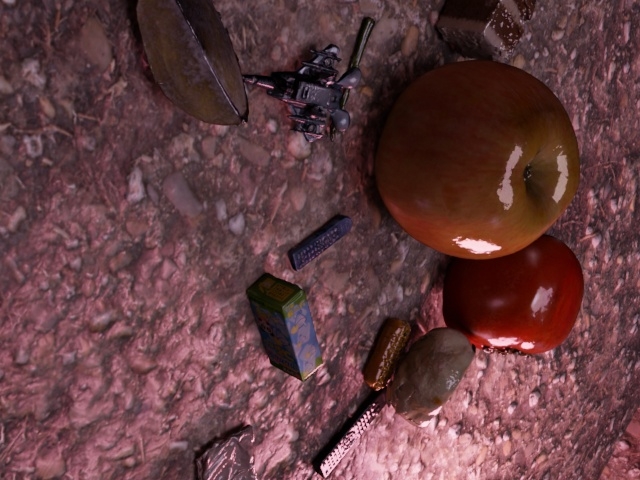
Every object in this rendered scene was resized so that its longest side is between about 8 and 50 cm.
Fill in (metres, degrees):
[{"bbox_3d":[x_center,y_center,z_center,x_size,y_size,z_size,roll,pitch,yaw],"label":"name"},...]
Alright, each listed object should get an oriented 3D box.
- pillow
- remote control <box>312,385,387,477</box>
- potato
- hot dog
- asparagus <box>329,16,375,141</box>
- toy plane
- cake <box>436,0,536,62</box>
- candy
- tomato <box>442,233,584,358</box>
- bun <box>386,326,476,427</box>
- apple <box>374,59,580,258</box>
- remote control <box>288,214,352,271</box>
[{"bbox_3d":[-0.174,0.477,1.758,0.135,0.049,0.248,-18,118,-40],"label":"pillow"},{"bbox_3d":[0.072,0.417,2.039,0.245,0.025,0.063,-45,138,-27],"label":"remote control"},{"bbox_3d":[-0.197,-0.284,1.336,0.120,0.100,0.261,-80,149,-56],"label":"potato"},{"bbox_3d":[0.144,0.248,2.022,0.071,0.045,0.165,24,89,-53],"label":"hot dog"},{"bbox_3d":[0.054,-0.288,1.663,0.023,0.022,0.232,-133,-120,-83],"label":"asparagus"},{"bbox_3d":[-0.035,-0.250,1.529,0.246,0.078,0.169,1,108,-50],"label":"toy plane"},{"bbox_3d":[0.326,-0.439,1.821,0.135,0.135,0.147,36,74,-50],"label":"cake"},{"bbox_3d":[-0.062,0.159,1.689,0.062,0.097,0.194,-41,135,-31],"label":"candy"},{"bbox_3d":[0.446,0.124,2.140,0.325,0.293,0.289,19,79,-47],"label":"tomato"},{"bbox_3d":[0.235,0.298,2.060,0.239,0.141,0.239,-54,172,-11],"label":"bun"},{"bbox_3d":[0.299,-0.150,1.765,0.391,0.347,0.391,-19,119,-38],"label":"apple"},{"bbox_3d":[0.001,0.001,1.744,0.152,0.027,0.043,-38,140,-30],"label":"remote control"}]
